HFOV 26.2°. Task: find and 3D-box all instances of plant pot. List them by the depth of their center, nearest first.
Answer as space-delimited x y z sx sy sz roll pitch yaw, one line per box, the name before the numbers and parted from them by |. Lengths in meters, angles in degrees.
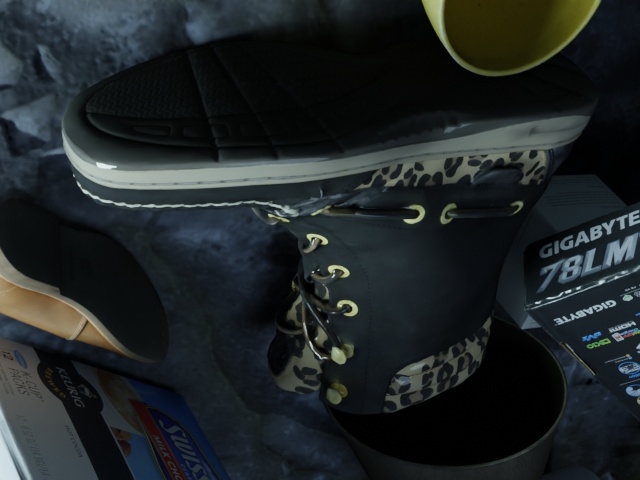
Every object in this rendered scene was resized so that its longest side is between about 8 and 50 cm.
plant pot | 0.115 -0.192 0.930 0.134 0.095 0.134 -18 133 -20

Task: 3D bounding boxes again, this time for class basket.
basket | 0.116 0.185 1.215 0.204 0.154 0.227 5 144 14

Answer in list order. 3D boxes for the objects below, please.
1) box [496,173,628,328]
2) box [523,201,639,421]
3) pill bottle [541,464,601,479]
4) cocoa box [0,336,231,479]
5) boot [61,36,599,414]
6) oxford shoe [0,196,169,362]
box | 0.203 0.008 1.165 0.101 0.087 0.102 -3 127 -31
box | 0.358 0.059 1.067 0.295 0.073 0.293 -24 133 33
pill bottle | 0.157 0.333 1.360 0.283 0.160 0.160 -18 134 -19
cocoa box | -0.235 0.282 1.009 0.228 0.231 0.347 25 111 -45
boot | 0.000 0.000 0.995 0.377 0.138 0.284 -10 134 -24
oxford shoe | -0.183 0.034 0.966 0.076 0.076 0.212 -18 146 25
